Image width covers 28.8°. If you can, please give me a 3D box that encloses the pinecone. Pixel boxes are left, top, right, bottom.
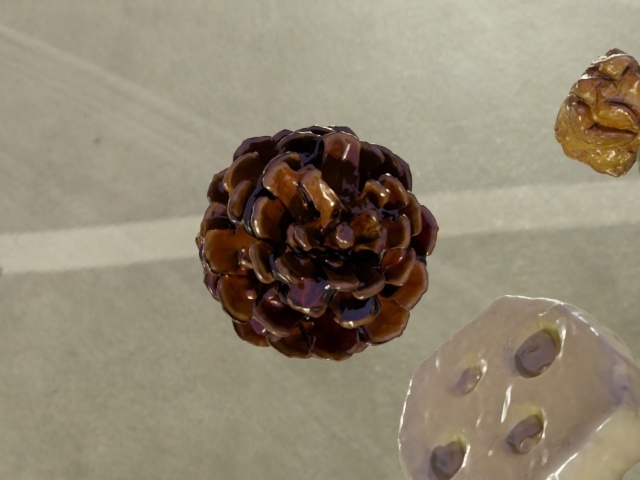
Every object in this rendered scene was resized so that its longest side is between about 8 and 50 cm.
[{"bbox_3d":[0.000,0.000,0.801,0.173,0.174,0.174,-9,42,8],"label":"pinecone"}]

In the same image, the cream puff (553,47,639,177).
[{"bbox_3d":[0.268,-0.112,1.113,0.094,0.116,0.122,34,35,13],"label":"cream puff"}]

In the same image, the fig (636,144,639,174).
[{"bbox_3d":[0.261,-0.047,0.850,0.074,0.088,0.074,-36,10,7],"label":"fig"}]

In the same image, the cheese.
[{"bbox_3d":[0.241,0.215,1.474,0.326,0.115,0.318,-8,54,46],"label":"cheese"}]
